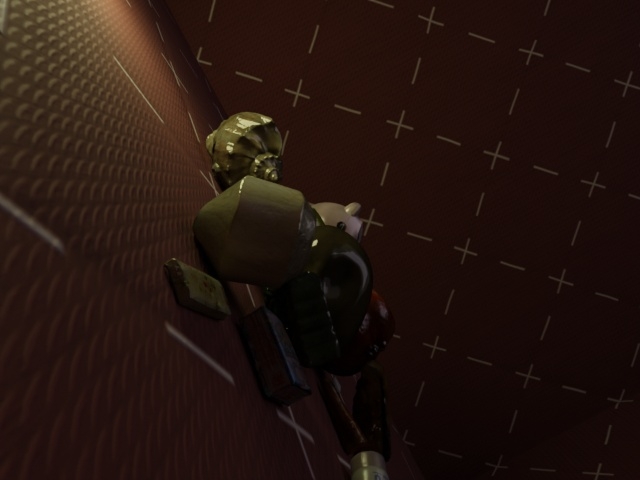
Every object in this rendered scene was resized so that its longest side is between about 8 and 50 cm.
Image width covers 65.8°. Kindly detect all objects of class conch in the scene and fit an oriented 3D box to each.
[{"bbox_3d":[-0.246,-0.270,1.523,0.324,0.263,0.186,26,15,17],"label":"conch"}]

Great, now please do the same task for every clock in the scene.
[{"bbox_3d":[0.000,0.000,1.902,0.250,0.368,0.377,39,-27,0],"label":"clock"}]

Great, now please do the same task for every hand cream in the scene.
[{"bbox_3d":[0.114,0.572,1.031,0.133,0.083,0.248,60,12,-26],"label":"hand cream"}]

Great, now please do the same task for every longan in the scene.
[{"bbox_3d":[0.002,0.127,1.300,0.288,0.288,0.350,60,32,-55],"label":"longan"}]

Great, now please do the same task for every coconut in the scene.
[{"bbox_3d":[-0.126,-0.015,0.929,0.202,0.221,0.202,-166,-90,-79],"label":"coconut"}]

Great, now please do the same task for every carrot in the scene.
[{"bbox_3d":[0.051,0.450,1.301,0.210,0.061,0.061,59,-1,35],"label":"carrot"}]

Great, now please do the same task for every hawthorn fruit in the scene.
[{"bbox_3d":[0.059,0.251,1.543,0.330,0.287,0.287,36,-15,35],"label":"hawthorn fruit"}]

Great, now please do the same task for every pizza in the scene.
[{"bbox_3d":[0.154,0.515,1.447,0.409,0.113,0.278,78,16,-45],"label":"pizza"}]

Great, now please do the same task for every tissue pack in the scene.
[{"bbox_3d":[-0.082,0.208,0.885,0.155,0.065,0.115,64,3,30],"label":"tissue pack"}]

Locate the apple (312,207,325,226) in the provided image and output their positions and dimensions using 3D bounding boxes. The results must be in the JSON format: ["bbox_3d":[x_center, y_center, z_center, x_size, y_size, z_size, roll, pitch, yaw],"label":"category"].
[{"bbox_3d":[-0.097,-0.020,1.610,0.246,0.226,0.246,61,-1,3],"label":"apple"}]

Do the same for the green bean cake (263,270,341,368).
[{"bbox_3d":[-0.047,0.158,1.024,0.183,0.094,0.185,-1,-78,66],"label":"green bean cake"}]

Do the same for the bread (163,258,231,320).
[{"bbox_3d":[-0.178,0.076,0.735,0.068,0.028,0.154,64,4,22],"label":"bread"}]

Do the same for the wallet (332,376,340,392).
[{"bbox_3d":[0.056,0.486,1.673,0.044,0.011,0.083,62,2,7],"label":"wallet"}]
